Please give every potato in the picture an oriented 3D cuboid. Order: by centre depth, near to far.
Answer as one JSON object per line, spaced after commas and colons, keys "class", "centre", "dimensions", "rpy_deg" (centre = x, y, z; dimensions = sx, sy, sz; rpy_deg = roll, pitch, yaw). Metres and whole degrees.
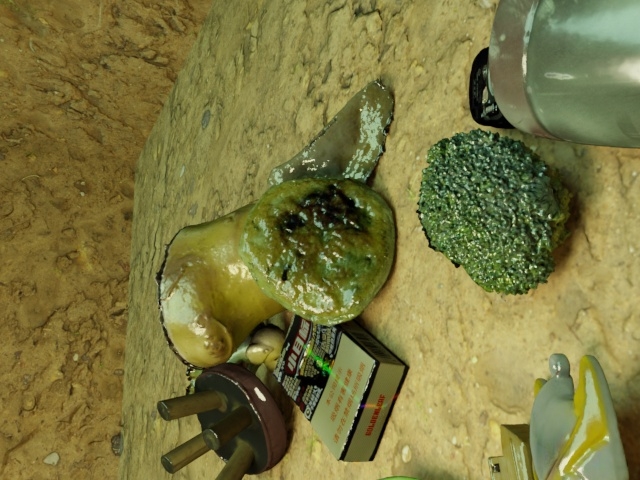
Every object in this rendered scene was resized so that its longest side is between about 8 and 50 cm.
{"class": "potato", "centre": [-0.143, 0.061, 1.234], "dimensions": [0.296, 0.290, 0.397], "rpy_deg": [-18, 26, 32]}

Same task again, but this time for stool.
{"class": "stool", "centre": [-0.224, 0.426, 1.255], "dimensions": [0.272, 0.178, 0.272], "rpy_deg": [14, 115, 34]}

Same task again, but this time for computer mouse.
{"class": "computer mouse", "centre": [0.288, -0.236, 0.832], "dimensions": [0.233, 0.096, 0.137], "rpy_deg": [-87, 1, -81]}

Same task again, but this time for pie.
{"class": "pie", "centre": [0.000, 0.000, 1.109], "dimensions": [0.070, 0.323, 0.323], "rpy_deg": [65, -155, -68]}

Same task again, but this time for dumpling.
{"class": "dumpling", "centre": [0.049, -0.184, 1.242], "dimensions": [0.332, 0.086, 0.166], "rpy_deg": [-41, 84, 12]}

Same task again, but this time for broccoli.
{"class": "broccoli", "centre": [0.236, -0.048, 0.797], "dimensions": [0.198, 0.176, 0.226], "rpy_deg": [-46, 28, 13]}

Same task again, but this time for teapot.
{"class": "teapot", "centre": [0.398, -0.233, 0.597], "dimensions": [0.315, 0.233, 0.312], "rpy_deg": [-49, 37, -9]}

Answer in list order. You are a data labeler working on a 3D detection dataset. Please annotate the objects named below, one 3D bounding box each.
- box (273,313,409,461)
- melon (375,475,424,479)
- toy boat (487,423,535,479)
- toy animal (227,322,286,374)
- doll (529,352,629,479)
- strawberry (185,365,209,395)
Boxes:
{"class": "box", "centre": [0.027, 0.254, 1.106], "dimensions": [0.310, 0.084, 0.198], "rpy_deg": [34, 107, 58]}
{"class": "melon", "centre": [0.169, 0.442, 0.745], "dimensions": [0.323, 0.124, 0.196], "rpy_deg": [-117, 33, -60]}
{"class": "toy boat", "centre": [0.259, 0.335, 0.713], "dimensions": [0.077, 0.057, 0.201], "rpy_deg": [-42, 45, 51]}
{"class": "toy animal", "centre": [-0.158, 0.261, 1.390], "dimensions": [0.169, 0.121, 0.233], "rpy_deg": [-55, 23, 3]}
{"class": "doll", "centre": [0.298, 0.285, 0.632], "dimensions": [0.103, 0.145, 0.316], "rpy_deg": [-16, 65, 19]}
{"class": "strawberry", "centre": [-0.285, 0.279, 1.566], "dimensions": [0.306, 0.137, 0.233], "rpy_deg": [-85, -3, -54]}
